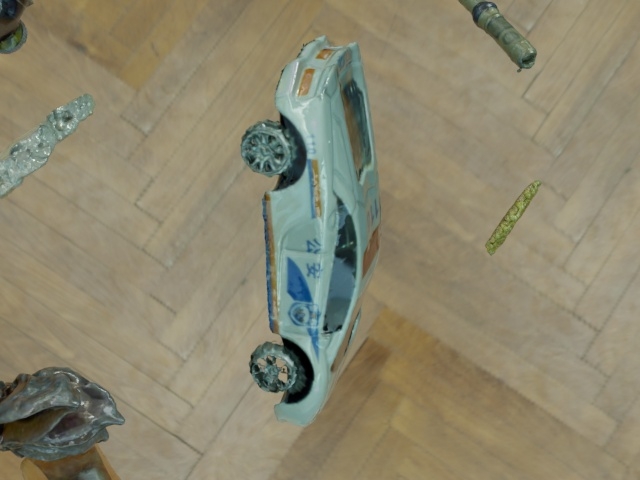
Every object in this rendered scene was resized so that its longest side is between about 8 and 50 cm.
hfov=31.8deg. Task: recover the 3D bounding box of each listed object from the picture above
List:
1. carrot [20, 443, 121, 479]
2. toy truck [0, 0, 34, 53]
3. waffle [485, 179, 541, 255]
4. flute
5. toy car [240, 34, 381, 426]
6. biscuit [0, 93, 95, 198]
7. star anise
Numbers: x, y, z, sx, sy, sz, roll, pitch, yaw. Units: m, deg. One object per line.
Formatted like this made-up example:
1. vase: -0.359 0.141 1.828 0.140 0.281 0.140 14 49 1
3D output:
1. carrot: -0.209 0.319 1.149 0.100 0.307 0.258 -34 58 -18
2. toy truck: -0.195 -0.106 0.535 0.123 0.052 0.063 -27 84 0
3. waffle: 0.199 -0.026 1.154 0.016 0.078 0.085 35 69 5
4. flute: 0.128 -0.227 1.022 0.027 0.027 0.233 -25 50 -9
5. toy car: 0.000 0.000 0.568 0.056 0.095 0.205 5 115 14
6. biscuit: -0.357 -0.083 1.285 0.040 0.188 0.265 50 63 -16
7. star anise: -0.270 0.151 0.963 0.212 0.197 0.073 -2 73 -2
